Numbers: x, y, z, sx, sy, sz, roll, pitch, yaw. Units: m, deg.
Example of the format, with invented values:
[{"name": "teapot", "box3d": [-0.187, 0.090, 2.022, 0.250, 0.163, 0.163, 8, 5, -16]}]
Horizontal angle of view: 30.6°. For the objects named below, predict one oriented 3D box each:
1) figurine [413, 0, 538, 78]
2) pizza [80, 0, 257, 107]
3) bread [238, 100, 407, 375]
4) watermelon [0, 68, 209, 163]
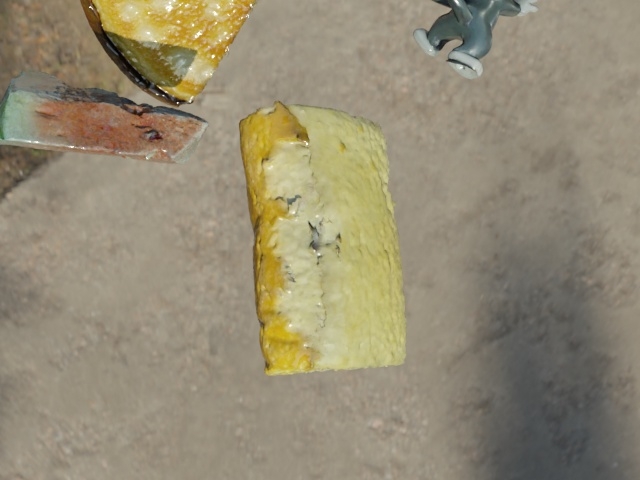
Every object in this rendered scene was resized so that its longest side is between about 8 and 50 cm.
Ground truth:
[{"name": "figurine", "box3d": [0.191, -0.345, 1.566, 0.193, 0.140, 0.265, 10, 54, 20]}, {"name": "pizza", "box3d": [-0.204, -0.339, 1.580, 0.288, 0.251, 0.074, -53, 40, 14]}, {"name": "bread", "box3d": [0.000, 0.000, 1.653, 0.165, 0.236, 0.376, -12, 77, 39]}, {"name": "watermelon", "box3d": [-0.250, -0.130, 1.346, 0.241, 0.154, 0.094, 9, 98, -12]}]
